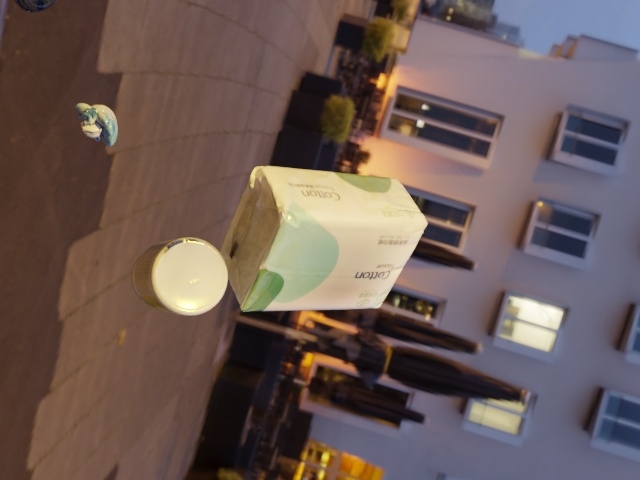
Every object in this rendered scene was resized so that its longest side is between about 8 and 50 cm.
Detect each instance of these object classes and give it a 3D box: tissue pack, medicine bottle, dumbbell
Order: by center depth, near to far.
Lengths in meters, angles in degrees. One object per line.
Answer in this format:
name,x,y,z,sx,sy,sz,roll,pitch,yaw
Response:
medicine bottle,-0.278,0.069,1.582,0.258,0.143,0.143,-3,-112,67
tissue pack,0.001,0.001,1.709,0.194,0.356,0.266,60,-44,40
dumbbell,-0.609,-0.535,1.721,0.099,0.208,0.099,-29,139,-29

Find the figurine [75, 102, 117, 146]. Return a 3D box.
figurine,-0.474,-0.242,1.778,0.079,0.114,0.114,-52,165,-34
